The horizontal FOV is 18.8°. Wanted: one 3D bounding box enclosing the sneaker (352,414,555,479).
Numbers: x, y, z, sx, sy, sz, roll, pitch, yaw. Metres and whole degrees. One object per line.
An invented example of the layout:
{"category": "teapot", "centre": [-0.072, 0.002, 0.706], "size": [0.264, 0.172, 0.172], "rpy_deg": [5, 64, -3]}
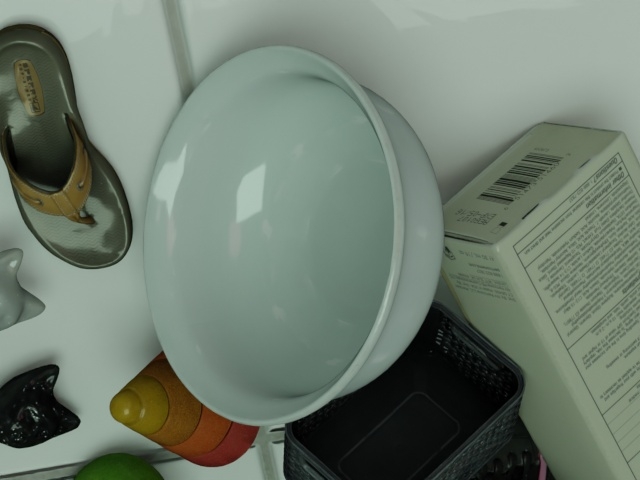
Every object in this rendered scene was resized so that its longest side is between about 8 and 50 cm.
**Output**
{"category": "sneaker", "centre": [0.130, 0.215, 1.678], "size": [0.296, 0.147, 0.104], "rpy_deg": [2, 114, -6]}

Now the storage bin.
{"category": "storage bin", "centre": [0.067, 0.152, 1.575], "size": [0.180, 0.122, 0.084], "rpy_deg": [-40, 157, -24]}

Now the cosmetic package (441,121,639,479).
{"category": "cosmetic package", "centre": [0.228, 0.073, 1.599], "size": [0.160, 0.113, 0.309], "rpy_deg": [-39, 117, -22]}

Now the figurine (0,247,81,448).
{"category": "figurine", "centre": [-0.323, 0.108, 1.627], "size": [0.210, 0.092, 0.214], "rpy_deg": [-14, 127, -6]}

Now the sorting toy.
{"category": "sorting toy", "centre": [-0.193, 0.232, 1.653], "size": [0.127, 0.126, 0.365], "rpy_deg": [44, 113, 26]}

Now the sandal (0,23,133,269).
{"category": "sandal", "centre": [-0.215, -0.068, 1.568], "size": [0.090, 0.060, 0.219], "rpy_deg": [-11, 116, 2]}

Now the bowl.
{"category": "bowl", "centre": [0.000, 0.000, 1.527], "size": [0.134, 0.298, 0.297], "rpy_deg": [6, 121, -43]}
